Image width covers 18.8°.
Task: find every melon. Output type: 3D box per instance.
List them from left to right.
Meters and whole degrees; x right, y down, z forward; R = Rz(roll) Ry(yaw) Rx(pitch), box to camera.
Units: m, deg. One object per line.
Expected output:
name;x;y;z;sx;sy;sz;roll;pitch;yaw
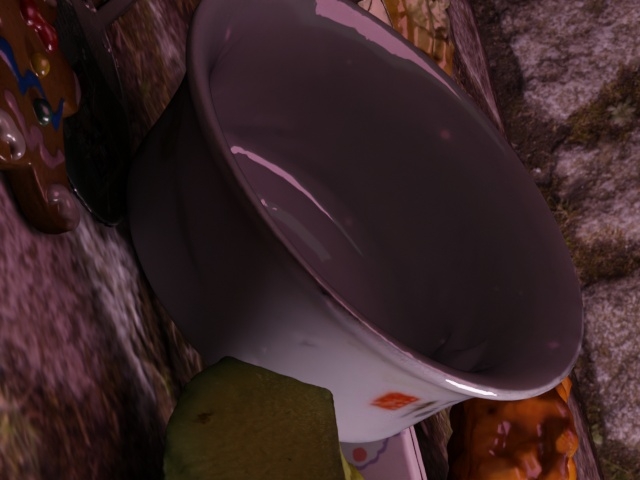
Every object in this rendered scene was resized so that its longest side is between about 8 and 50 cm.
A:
melon;-0.006;0.242;1.175;0.196;0.124;0.323;-84;160;-59

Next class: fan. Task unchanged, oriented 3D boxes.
fan;-0.154;-0.110;1.289;0.294;0.012;0.223;28;45;-72

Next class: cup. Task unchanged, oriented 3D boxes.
cup;0.000;0.000;1.308;0.347;0.163;0.347;34;33;-26

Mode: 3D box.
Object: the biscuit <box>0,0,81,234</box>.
biscuit;-0.175;-0.112;1.133;0.138;0.031;0.205;55;22;-47

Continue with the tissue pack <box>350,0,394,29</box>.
tissue pack;0.010;-0.076;1.606;0.215;0.123;0.256;16;-52;66

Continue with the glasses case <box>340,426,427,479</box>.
glasses case;0.024;0.203;1.382;0.075;0.113;0.296;50;24;-66

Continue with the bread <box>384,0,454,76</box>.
bread;0.062;-0.213;2.074;0.262;0.163;0.204;14;69;-59

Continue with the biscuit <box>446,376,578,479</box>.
biscuit;0.184;0.225;1.878;0.318;0.111;0.312;-92;-176;-48
